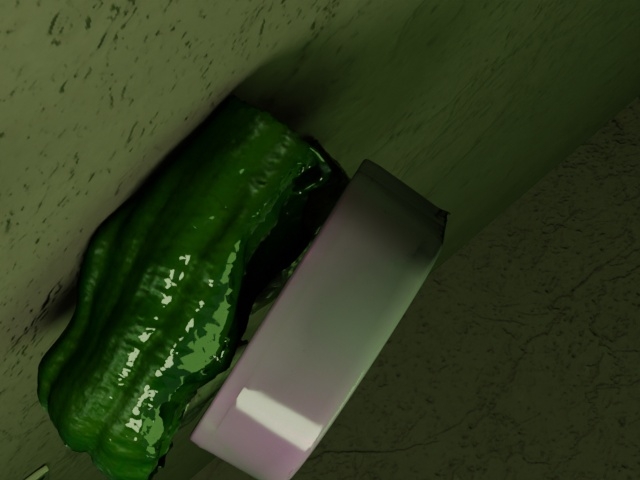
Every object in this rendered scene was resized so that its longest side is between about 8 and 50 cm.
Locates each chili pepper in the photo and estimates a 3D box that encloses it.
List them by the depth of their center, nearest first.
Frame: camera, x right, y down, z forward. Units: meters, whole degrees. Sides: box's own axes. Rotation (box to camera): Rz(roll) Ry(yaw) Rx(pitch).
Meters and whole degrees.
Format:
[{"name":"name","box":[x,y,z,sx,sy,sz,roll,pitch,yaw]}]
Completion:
[{"name":"chili pepper","box":[-0.132,0.040,1.175,0.385,0.167,0.213,-57,-178,14]}]

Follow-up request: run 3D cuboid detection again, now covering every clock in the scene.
[{"name":"clock","box":[-0.004,0.087,1.239,0.338,0.102,0.338,-57,180,0]}]

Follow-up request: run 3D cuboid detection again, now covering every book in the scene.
[{"name":"book","box":[-0.446,0.384,1.870,0.118,0.012,0.172,-36,169,-23]}]

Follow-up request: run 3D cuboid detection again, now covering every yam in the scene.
[{"name":"yam","box":[-0.041,-0.010,1.430,0.194,0.107,0.107,-42,170,6]}]

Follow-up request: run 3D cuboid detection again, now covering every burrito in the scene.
[{"name":"burrito","box":[-0.222,0.257,2.015,0.309,0.066,0.096,-38,168,-32]}]
